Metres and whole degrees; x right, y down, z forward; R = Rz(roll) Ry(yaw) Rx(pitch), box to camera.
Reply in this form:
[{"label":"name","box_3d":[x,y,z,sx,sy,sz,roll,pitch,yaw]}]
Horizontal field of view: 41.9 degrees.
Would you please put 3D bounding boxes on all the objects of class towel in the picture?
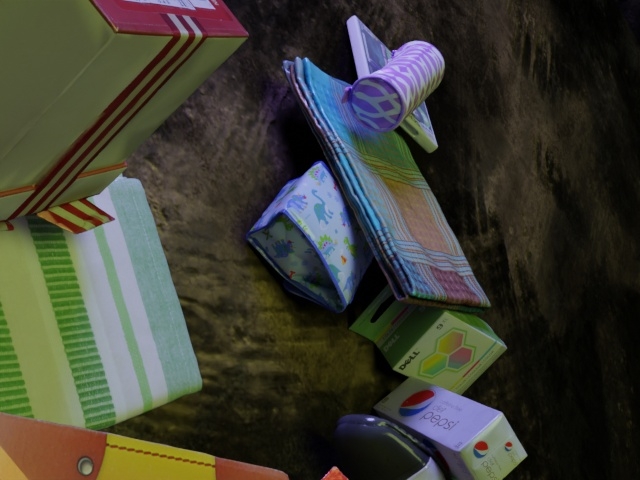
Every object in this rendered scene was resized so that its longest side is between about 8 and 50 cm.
[{"label":"towel","box_3d":[-0.262,0.064,0.760,0.324,0.038,0.248,-13,85,-53]},{"label":"towel","box_3d":[0.099,-0.072,1.147,0.271,0.040,0.370,12,48,-56]}]

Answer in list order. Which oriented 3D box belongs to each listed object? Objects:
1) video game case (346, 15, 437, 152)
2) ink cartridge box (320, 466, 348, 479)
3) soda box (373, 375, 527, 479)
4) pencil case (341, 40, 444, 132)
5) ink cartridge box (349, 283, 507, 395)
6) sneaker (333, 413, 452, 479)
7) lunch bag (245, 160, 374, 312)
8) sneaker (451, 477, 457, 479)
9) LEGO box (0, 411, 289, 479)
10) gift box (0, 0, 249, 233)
[{"label":"video game case","box_3d":[0.112,-0.247,1.315,0.173,0.022,0.190,37,30,-35]},{"label":"ink cartridge box","box_3d":[0.014,0.341,0.878,0.145,0.045,0.179,46,54,10]},{"label":"soda box","box_3d":[0.153,0.235,1.036,0.074,0.216,0.069,-36,106,-17]},{"label":"pencil case","box_3d":[0.108,-0.221,1.170,0.088,0.086,0.206,28,33,9]},{"label":"ink cartridge box","box_3d":[0.152,0.135,1.155,0.209,0.109,0.062,30,17,-39]},{"label":"sneaker","box_3d":[0.099,0.360,0.988,0.331,0.122,0.146,61,41,-16]},{"label":"lunch bag","box_3d":[0.000,0.000,1.054,0.151,0.096,0.129,46,42,-13]},{"label":"sneaker","box_3d":[0.162,0.316,1.061,0.065,0.166,0.076,-20,103,-37]},{"label":"LEGO box","box_3d":[-0.214,0.373,0.405,0.193,0.372,0.500,26,55,-41]},{"label":"gift box","box_3d":[-0.236,-0.155,0.684,0.255,0.258,0.276,53,21,6]}]
